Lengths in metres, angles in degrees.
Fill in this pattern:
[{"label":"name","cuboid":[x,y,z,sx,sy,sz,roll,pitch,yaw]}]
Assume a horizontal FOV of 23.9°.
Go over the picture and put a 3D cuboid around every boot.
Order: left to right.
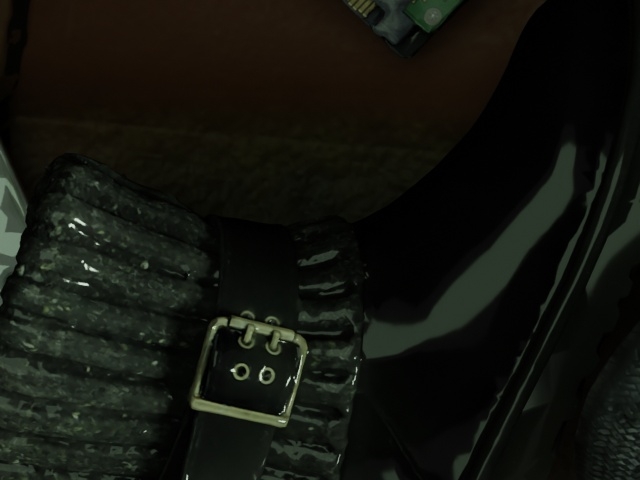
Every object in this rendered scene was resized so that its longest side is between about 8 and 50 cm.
[{"label":"boot","cuboid":[0.000,0.001,0.689,0.260,0.131,0.348,23,87,-2]}]

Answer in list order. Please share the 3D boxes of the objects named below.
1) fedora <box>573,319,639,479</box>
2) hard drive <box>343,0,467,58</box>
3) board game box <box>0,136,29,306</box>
[{"label":"fedora","cuboid":[0.237,0.013,0.625,0.334,0.334,0.152,-21,52,7]},{"label":"hard drive","cuboid":[0.076,-0.287,0.721,0.237,0.064,0.339,43,97,-7]},{"label":"board game box","cuboid":[-0.361,-0.022,0.813,0.390,0.050,0.390,-26,83,6]}]
